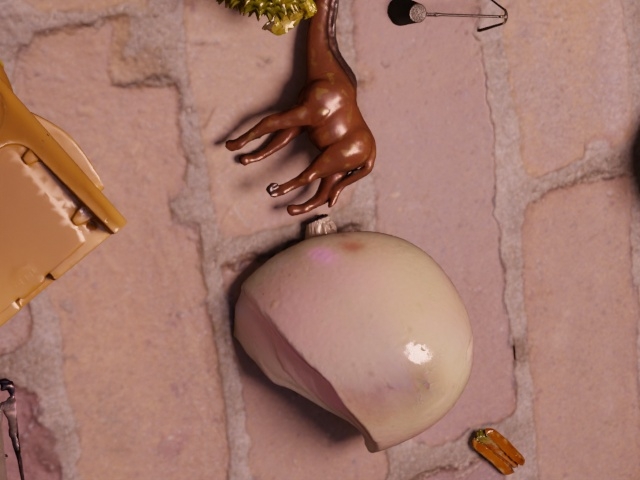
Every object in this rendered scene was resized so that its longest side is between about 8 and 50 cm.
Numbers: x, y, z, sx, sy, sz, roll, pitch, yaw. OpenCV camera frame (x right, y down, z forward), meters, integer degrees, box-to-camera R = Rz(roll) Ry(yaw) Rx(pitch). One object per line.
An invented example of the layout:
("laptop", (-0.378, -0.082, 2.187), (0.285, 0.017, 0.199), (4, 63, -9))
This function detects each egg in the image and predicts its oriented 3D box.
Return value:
("egg", (0.063, 0.113, 1.536), (0.271, 0.162, 0.206), (37, 99, -30))

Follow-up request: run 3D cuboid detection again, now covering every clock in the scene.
("clock", (-0.358, -0.070, 1.318), (0.244, 0.200, 0.317), (-41, 106, -15))

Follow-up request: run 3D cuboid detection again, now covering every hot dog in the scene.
("hot dog", (0.210, 0.250, 1.726), (0.037, 0.021, 0.083), (-39, 118, 10))

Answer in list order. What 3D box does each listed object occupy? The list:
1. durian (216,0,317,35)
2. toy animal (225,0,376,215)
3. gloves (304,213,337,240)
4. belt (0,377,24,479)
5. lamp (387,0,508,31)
("durian", (-0.070, -0.306, 1.412), (0.159, 0.146, 0.198), (0, 88, -20))
("toy animal", (-0.008, -0.167, 1.521), (0.229, 0.066, 0.224), (-42, 95, -1))
("gloves", (0.000, 0.002, 1.574), (0.044, 0.037, 0.081), (-14, 116, 16))
("belt", (-0.350, 0.227, 1.398), (0.126, 0.139, 0.231), (-10, 109, -23))
("lamp", (0.139, -0.247, 1.572), (0.121, 0.054, 0.041), (-2, 102, -24))
